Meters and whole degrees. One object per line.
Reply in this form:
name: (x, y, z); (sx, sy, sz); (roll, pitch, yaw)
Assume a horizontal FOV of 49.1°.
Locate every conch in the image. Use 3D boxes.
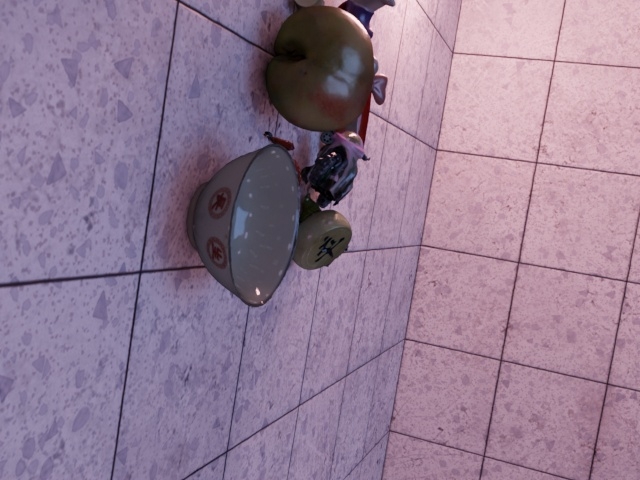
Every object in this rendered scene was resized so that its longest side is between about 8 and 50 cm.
conch: (-0.033, -0.074, 1.997); (0.089, 0.074, 0.121); (169, -85, -76)

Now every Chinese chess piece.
Chinese chess piece: (0.000, 0.000, 1.955); (0.189, 0.083, 0.188); (-29, 152, -17)

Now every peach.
peach: (0.007, -0.394, 1.643); (0.292, 0.248, 0.292); (7, 81, -51)

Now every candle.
candle: (-0.102, -0.247, 1.757); (0.167, 0.021, 0.026); (7, 93, -71)

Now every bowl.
bowl: (-0.174, -0.041, 1.458); (0.337, 0.158, 0.336); (9, 90, -71)

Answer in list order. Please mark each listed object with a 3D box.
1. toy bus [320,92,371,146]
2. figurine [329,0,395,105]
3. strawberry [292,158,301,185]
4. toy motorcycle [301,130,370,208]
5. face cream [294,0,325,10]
toy bus: (0.079, -0.369, 2.047); (0.121, 0.120, 0.264); (-23, 122, -68)
figurine: (0.116, -0.586, 1.901); (0.154, 0.193, 0.420); (-3, 101, -56)
strawberry: (-0.089, -0.164, 1.748); (0.096, 0.083, 0.083); (-1, 101, -70)
toy motorcycle: (0.047, -0.197, 1.967); (0.188, 0.143, 0.327); (-52, 170, -7)
face cream: (-0.019, -0.587, 1.780); (0.224, 0.070, 0.114); (4, 97, -83)
